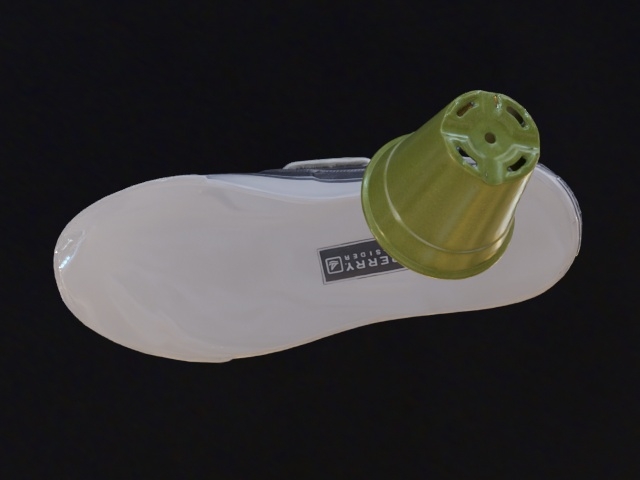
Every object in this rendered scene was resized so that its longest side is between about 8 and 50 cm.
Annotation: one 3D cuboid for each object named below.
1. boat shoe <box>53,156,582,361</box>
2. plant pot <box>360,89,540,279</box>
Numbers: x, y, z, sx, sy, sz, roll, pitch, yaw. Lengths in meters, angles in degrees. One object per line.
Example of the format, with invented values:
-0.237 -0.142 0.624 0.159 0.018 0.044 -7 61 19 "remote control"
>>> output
0.000 0.000 1.158 0.301 0.102 0.108 -9 -83 7 "boat shoe"
0.071 -0.034 0.984 0.083 0.083 0.079 -22 -17 -27 "plant pot"
